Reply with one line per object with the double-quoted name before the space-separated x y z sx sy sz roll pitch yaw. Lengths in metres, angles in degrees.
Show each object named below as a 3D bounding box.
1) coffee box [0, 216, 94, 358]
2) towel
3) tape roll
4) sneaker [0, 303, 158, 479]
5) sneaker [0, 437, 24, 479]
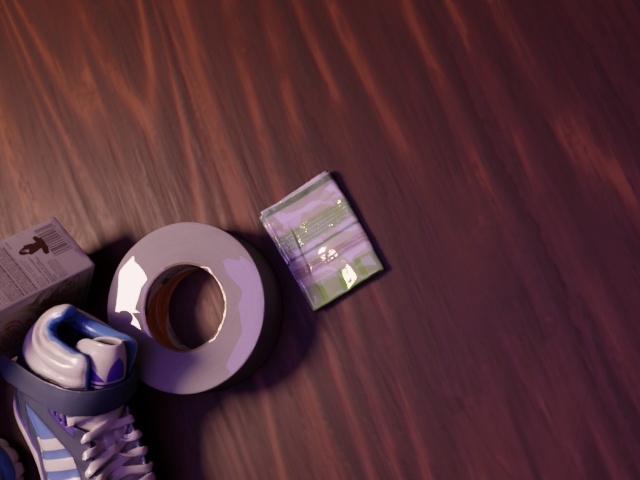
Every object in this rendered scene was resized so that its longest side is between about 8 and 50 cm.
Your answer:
"coffee box" -0.423 0.088 1.209 0.098 0.246 0.141 46 141 17
"towel" 0.000 0.000 1.219 0.113 0.023 0.152 -33 75 12
"tape roll" -0.162 0.088 1.233 0.219 0.072 0.219 -3 81 18
"sneaker" -0.269 0.230 1.166 0.323 0.130 0.236 51 137 22
"sneaker" -0.548 0.399 1.273 0.130 0.147 0.330 39 97 19
